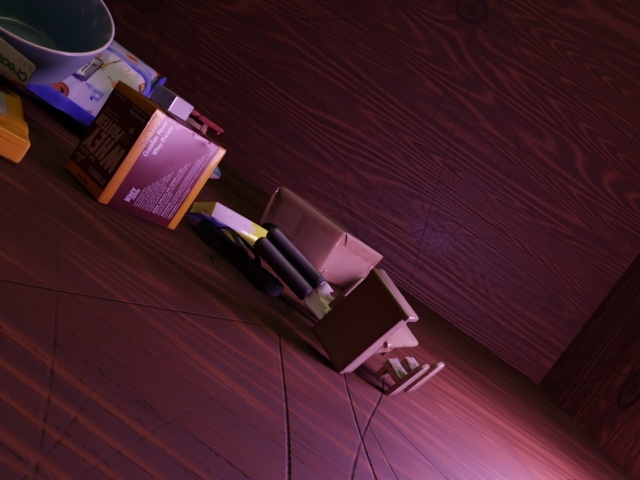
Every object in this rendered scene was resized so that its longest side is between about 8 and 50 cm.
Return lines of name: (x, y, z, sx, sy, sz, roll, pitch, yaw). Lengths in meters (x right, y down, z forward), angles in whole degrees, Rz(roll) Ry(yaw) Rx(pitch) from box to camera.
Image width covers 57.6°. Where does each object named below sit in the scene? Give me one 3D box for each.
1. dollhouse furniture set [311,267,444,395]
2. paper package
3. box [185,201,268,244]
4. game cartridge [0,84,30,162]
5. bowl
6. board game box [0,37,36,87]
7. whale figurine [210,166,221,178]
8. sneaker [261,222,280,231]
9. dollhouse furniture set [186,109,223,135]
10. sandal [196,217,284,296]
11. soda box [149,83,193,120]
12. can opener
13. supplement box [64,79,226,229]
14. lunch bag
dollhouse furniture set: (0.126, 0.153, 1.080, 0.242, 0.161, 0.212, 13, 37, -57)
paper package: (0.000, 0.000, 1.970, 0.325, 0.168, 0.309, 38, 6, 34)
box: (-0.224, -0.042, 1.362, 0.178, 0.042, 0.109, 32, -19, -37)
game cartridge: (-0.608, -0.252, 0.914, 0.285, 0.053, 0.323, 32, 4, -37)
bowl: (-0.615, -0.450, 1.224, 0.311, 0.163, 0.311, 26, 42, -26)
board game box: (-0.674, -0.378, 0.995, 0.193, 0.053, 0.305, 13, -16, 26)
whale figurine: (-0.462, -0.330, 2.109, 0.272, 0.141, 0.216, 36, 4, 24)
sneaker: (-0.155, -0.022, 1.791, 0.089, 0.051, 0.170, 37, 6, -45)
dollhouse furniture set: (-0.416, -0.280, 1.707, 0.152, 0.201, 0.374, 34, -1, -17)
sandal: (-0.164, 0.026, 1.247, 0.254, 0.054, 0.097, 38, 5, 25)
soda box: (-0.400, -0.255, 1.380, 0.069, 0.216, 0.074, 36, 4, 23)
can opener: (-0.035, 0.097, 1.243, 0.280, 0.074, 0.093, 48, -33, 2)
supplement box: (-0.322, -0.153, 1.085, 0.129, 0.191, 0.194, 38, 6, 31)
lunch bag: (-0.609, -0.416, 1.502, 0.328, 0.239, 0.385, 34, 20, -16)
